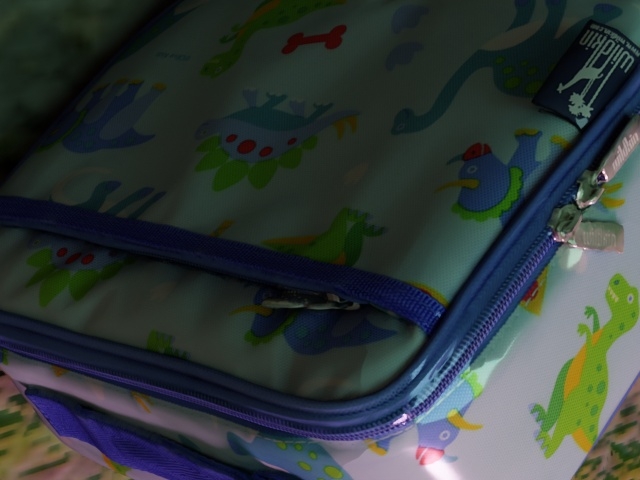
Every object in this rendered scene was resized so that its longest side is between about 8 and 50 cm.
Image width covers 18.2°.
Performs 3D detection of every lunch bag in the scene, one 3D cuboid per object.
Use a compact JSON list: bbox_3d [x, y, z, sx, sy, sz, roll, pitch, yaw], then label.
[{"bbox_3d":[0.000,0.000,0.597,0.176,0.219,0.090,-51,129,-23],"label":"lunch bag"}]
